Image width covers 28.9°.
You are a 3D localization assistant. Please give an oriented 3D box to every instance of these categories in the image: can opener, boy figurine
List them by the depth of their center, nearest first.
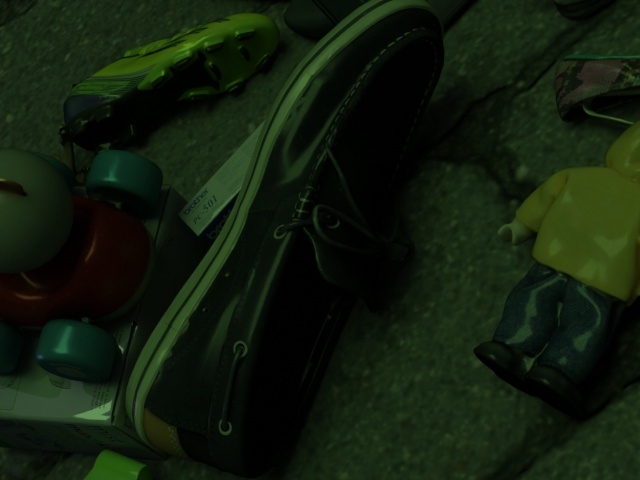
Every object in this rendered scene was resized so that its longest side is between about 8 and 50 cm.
[{"bbox_3d":[0.240,0.002,1.083,0.177,0.092,0.285,22,76,38],"label":"boy figurine"},{"bbox_3d":[-0.070,-0.295,1.451,0.283,0.076,0.095,12,70,37],"label":"can opener"}]

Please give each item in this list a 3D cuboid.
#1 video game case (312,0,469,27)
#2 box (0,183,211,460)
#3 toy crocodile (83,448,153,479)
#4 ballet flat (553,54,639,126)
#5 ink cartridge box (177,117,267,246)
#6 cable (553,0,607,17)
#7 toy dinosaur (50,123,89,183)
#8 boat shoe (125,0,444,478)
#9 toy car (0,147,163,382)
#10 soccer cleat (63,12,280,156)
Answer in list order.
[{"bbox_3d":[0.104,-0.330,1.291,0.274,0.196,0.026,-45,26,2],"label":"video game case"},{"bbox_3d":[-0.257,0.080,1.302,0.231,0.127,0.262,0,64,22],"label":"box"},{"bbox_3d":[-0.262,0.359,1.179,0.115,0.105,0.341,18,74,37],"label":"toy crocodile"},{"bbox_3d":[0.317,-0.140,1.136,0.221,0.077,0.079,-3,81,35],"label":"ballet flat"},{"bbox_3d":[-0.043,-0.071,1.293,0.207,0.097,0.046,-47,51,0],"label":"ink cartridge box"},{"bbox_3d":[0.320,-0.311,1.223,0.287,0.072,0.140,-13,64,25],"label":"cable"},{"bbox_3d":[-0.310,-0.055,1.476,0.093,0.053,0.183,57,131,29],"label":"toy dinosaur"},{"bbox_3d":[0.000,0.000,1.180,0.156,0.187,0.500,27,85,34],"label":"boat shoe"},{"bbox_3d":[-0.289,-0.014,1.148,0.210,0.238,0.219,2,65,25],"label":"toy car"},{"bbox_3d":[-0.183,-0.205,1.459,0.289,0.093,0.121,-26,51,17],"label":"soccer cleat"}]
